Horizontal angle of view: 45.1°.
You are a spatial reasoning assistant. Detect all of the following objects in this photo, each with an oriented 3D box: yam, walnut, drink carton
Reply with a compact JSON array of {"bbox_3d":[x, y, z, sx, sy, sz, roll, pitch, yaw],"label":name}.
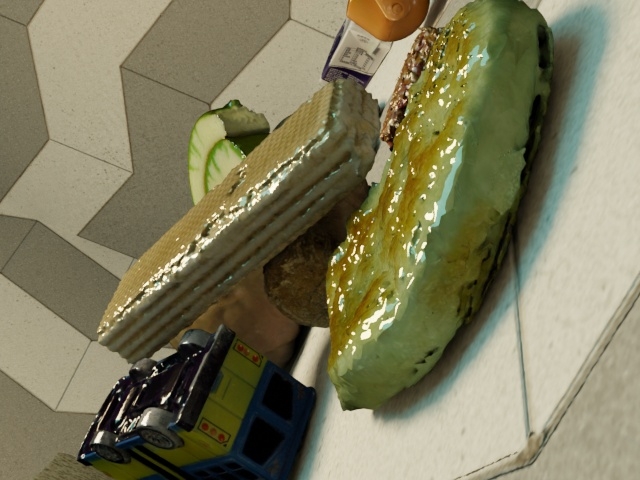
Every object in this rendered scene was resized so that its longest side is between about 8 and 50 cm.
[{"bbox_3d":[0.002,-0.001,0.947,0.128,0.129,0.238,-37,24,26],"label":"yam"},{"bbox_3d":[-0.137,0.105,1.222,0.248,0.248,0.249,-158,90,-82],"label":"walnut"},{"bbox_3d":[0.086,-0.418,1.623,0.222,0.101,0.134,130,163,-67],"label":"drink carton"}]

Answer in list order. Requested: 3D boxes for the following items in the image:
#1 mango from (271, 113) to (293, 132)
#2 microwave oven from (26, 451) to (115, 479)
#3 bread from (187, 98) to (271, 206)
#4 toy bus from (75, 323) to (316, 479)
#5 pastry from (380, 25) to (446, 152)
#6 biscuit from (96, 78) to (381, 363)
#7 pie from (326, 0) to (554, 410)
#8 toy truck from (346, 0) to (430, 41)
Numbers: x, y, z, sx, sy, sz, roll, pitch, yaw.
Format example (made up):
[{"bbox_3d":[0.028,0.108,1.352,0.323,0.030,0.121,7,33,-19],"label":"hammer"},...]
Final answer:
[{"bbox_3d":[-0.033,-0.182,1.631,0.316,0.146,0.193,-169,89,-73],"label":"mango"},{"bbox_3d":[-0.411,0.581,1.273,0.432,0.374,0.237,-94,26,-83],"label":"microwave oven"},{"bbox_3d":[-0.148,-0.101,1.594,0.366,0.129,0.382,1,103,60],"label":"bread"},{"bbox_3d":[-0.160,0.228,0.948,0.287,0.175,0.138,-30,30,45],"label":"toy bus"},{"bbox_3d":[0.110,-0.164,0.866,0.087,0.063,0.170,164,129,-77],"label":"pastry"},{"bbox_3d":[-0.100,-0.011,0.874,0.426,0.078,0.144,-40,23,29],"label":"biscuit"},{"bbox_3d":[0.078,-0.015,0.630,0.297,0.078,0.371,-75,9,-48],"label":"pie"},{"bbox_3d":[0.136,-0.437,1.136,0.264,0.239,0.189,-23,23,13],"label":"toy truck"}]
